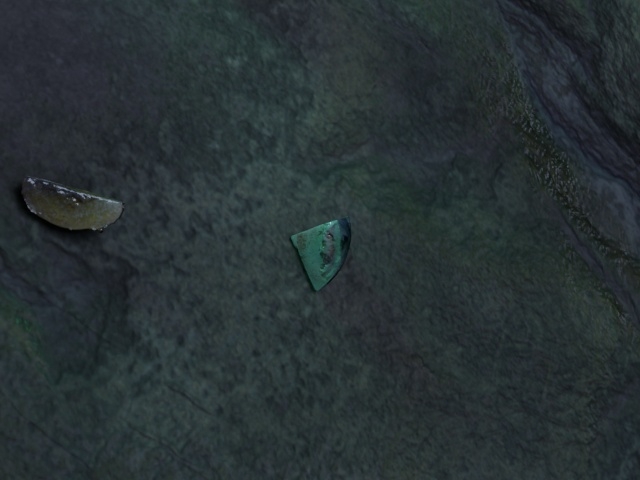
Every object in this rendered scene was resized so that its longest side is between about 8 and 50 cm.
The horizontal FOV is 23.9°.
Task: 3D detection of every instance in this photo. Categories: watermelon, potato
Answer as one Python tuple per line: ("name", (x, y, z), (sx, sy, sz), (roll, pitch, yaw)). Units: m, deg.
("watermelon", (0.000, 0.000, 1.524), (0.061, 0.085, 0.085), (10, 57, 2))
("potato", (-0.226, -0.031, 1.362), (0.093, 0.036, 0.037), (15, 96, -15))
